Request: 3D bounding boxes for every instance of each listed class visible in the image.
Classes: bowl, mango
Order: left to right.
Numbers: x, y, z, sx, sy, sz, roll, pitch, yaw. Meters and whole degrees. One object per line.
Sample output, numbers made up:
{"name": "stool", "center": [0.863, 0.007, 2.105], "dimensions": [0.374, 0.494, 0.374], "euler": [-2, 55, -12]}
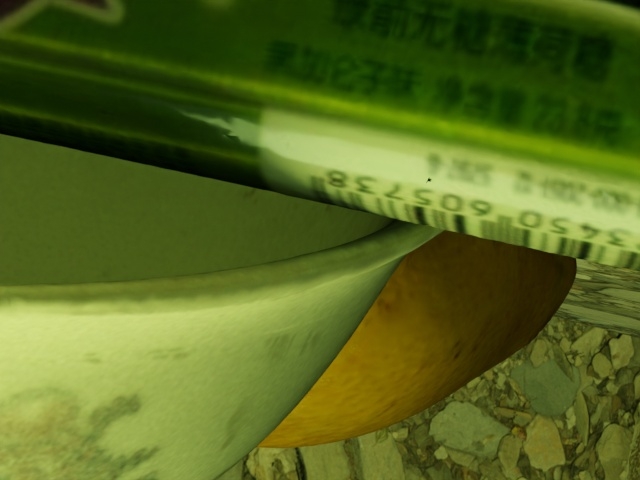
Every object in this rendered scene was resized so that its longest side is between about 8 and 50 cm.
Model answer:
{"name": "bowl", "center": [-0.171, 0.012, 0.684], "dimensions": [0.435, 0.196, 0.435], "euler": [9, -158, -4]}
{"name": "mango", "center": [0.000, 0.000, 1.065], "dimensions": [0.264, 0.221, 0.378], "euler": [6, -178, 36]}

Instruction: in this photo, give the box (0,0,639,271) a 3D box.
{"name": "box", "center": [0.004, -0.075, 0.534], "dimensions": [0.346, 0.134, 0.097], "euler": [11, 172, 7]}
